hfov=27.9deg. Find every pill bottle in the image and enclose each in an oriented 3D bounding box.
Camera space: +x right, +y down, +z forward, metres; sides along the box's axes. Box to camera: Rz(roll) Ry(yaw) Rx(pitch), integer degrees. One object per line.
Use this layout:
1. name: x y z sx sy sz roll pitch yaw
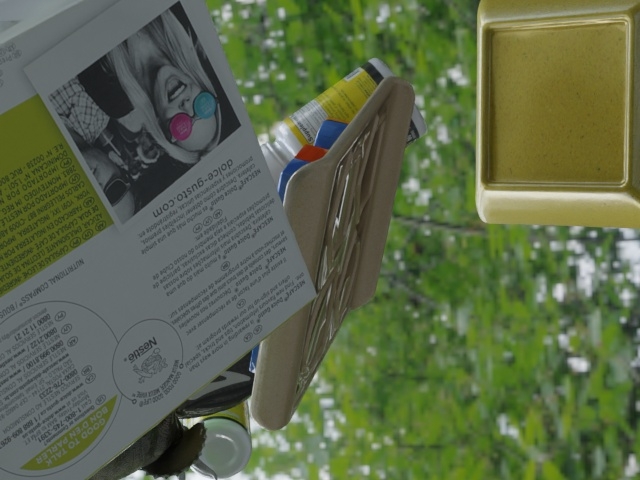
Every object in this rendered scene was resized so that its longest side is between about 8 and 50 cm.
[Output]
1. pill bottle: -0.159 0.277 1.972 0.184 0.103 0.103 -103 -2 -66
2. pill bottle: 0.019 -0.125 1.622 0.119 0.208 0.119 54 180 1

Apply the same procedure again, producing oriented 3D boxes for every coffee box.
1. coffee box: -0.272 -0.018 1.081 0.338 0.337 0.334 -38 -60 -32

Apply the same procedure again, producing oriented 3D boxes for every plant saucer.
1. plant saucer: 0.334 -0.182 1.733 0.081 0.332 0.333 -4 -85 -50

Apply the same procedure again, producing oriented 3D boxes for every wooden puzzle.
1. wooden puzzle: 0.000 0.000 1.464 0.348 0.080 0.322 -48 -29 -60

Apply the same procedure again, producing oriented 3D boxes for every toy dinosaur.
1. toy dinosaur: -0.239 0.206 1.431 0.313 0.121 0.160 1 -120 -45

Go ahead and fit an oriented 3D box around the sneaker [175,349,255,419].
1. sneaker: -0.222 0.144 1.664 0.483 0.202 0.185 23 -95 -49
